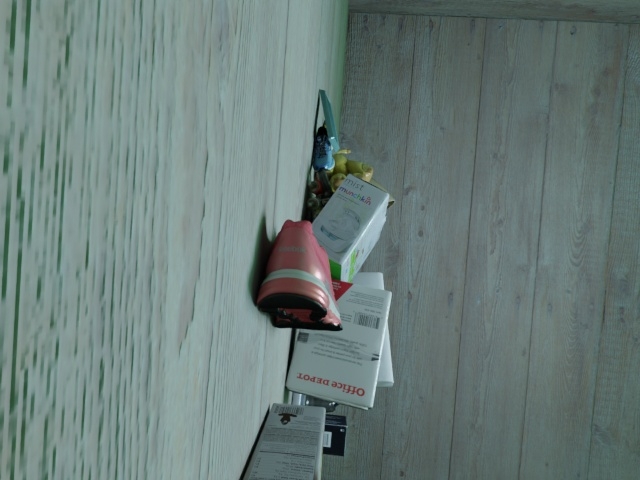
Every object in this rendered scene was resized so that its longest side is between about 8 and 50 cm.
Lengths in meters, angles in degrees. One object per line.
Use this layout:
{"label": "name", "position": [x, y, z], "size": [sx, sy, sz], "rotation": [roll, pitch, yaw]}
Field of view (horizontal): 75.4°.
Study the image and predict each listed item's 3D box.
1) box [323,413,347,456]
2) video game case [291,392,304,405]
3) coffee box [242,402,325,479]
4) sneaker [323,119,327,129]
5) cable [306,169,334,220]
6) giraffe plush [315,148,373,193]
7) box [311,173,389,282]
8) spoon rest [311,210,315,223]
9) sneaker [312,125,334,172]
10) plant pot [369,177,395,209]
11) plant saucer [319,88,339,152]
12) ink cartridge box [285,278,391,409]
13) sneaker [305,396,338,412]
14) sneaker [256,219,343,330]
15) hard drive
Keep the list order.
{"label": "box", "position": [0.005, 0.624, 1.347], "size": [0.158, 0.155, 0.093], "rotation": [78, 18, -78]}
{"label": "video game case", "position": [-0.063, 0.473, 1.148], "size": [0.193, 0.023, 0.213], "rotation": [87, 9, -65]}
{"label": "coffee box", "position": [-0.051, 0.361, 0.601], "size": [0.246, 0.098, 0.141], "rotation": [-51, 144, -84]}
{"label": "sneaker", "position": [0.021, -0.373, 1.412], "size": [0.035, 0.031, 0.083], "rotation": [-67, 161, -78]}
{"label": "cable", "position": [0.011, -0.112, 1.175], "size": [0.287, 0.072, 0.140], "rotation": [14, 66, -82]}
{"label": "giraffe plush", "position": [0.048, -0.180, 1.333], "size": [0.210, 0.181, 0.171], "rotation": [54, -35, 36]}
{"label": "box", "position": [0.065, 0.000, 1.095], "size": [0.231, 0.126, 0.262], "rotation": [-56, 165, -20]}
{"label": "spoon rest", "position": [0.000, 0.000, 1.313], "size": [0.137, 0.084, 0.276], "rotation": [-82, 162, -59]}
{"label": "sneaker", "position": [0.001, -0.255, 1.152], "size": [0.073, 0.063, 0.162], "rotation": [66, 19, -49]}
{"label": "plant pot", "position": [0.107, -0.150, 1.542], "size": [0.191, 0.284, 0.284], "rotation": [60, -2, 9]}
{"label": "plant saucer", "position": [0.027, -0.342, 1.175], "size": [0.067, 0.018, 0.192], "rotation": [51, 26, -58]}
{"label": "ink cartridge box", "position": [0.047, 0.245, 0.993], "size": [0.114, 0.196, 0.273], "rotation": [87, 16, -64]}
{"label": "sneaker", "position": [0.003, 0.541, 1.441], "size": [0.286, 0.130, 0.109], "rotation": [0, 93, -88]}
{"label": "sneaker", "position": [-0.018, 0.065, 0.659], "size": [0.314, 0.115, 0.136], "rotation": [84, 9, -70]}
{"label": "hard drive", "position": [0.076, 0.245, 1.199], "size": [0.047, 0.232, 0.353], "rotation": [87, 3, -48]}
